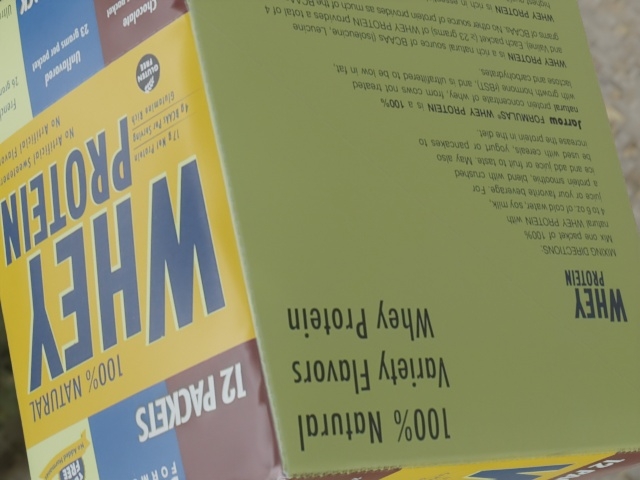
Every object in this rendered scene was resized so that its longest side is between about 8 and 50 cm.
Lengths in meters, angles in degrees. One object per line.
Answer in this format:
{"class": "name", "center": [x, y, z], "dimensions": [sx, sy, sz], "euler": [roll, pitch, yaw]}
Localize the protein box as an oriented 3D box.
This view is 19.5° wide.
{"class": "protein box", "center": [0.000, 0.000, 0.675], "dimensions": [0.136, 0.200, 0.201], "euler": [-28, 68, 44]}
